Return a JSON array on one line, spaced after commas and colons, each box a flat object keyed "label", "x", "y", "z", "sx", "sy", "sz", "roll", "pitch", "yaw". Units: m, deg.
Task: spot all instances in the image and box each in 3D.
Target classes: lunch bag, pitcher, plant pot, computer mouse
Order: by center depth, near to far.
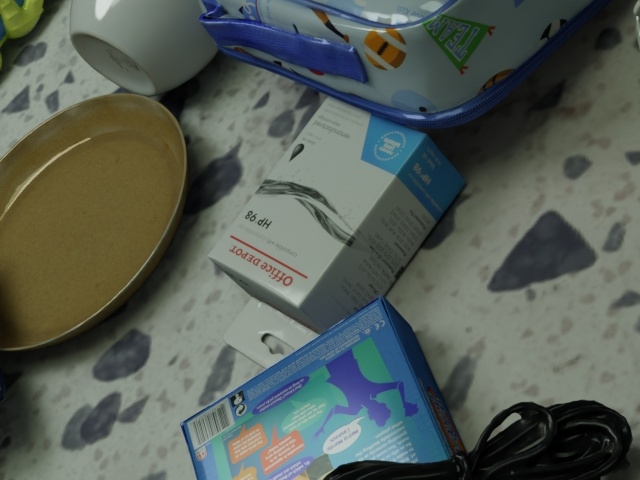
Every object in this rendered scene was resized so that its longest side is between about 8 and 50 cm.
[{"label": "computer mouse", "x": 0.127, "y": 0.207, "z": 0.778, "sx": 0.188, "sy": 0.072, "sz": 0.272, "roll": -13, "pitch": 45, "yaw": -22}, {"label": "lunch bag", "x": 0.048, "y": -0.197, "z": 1.105, "sx": 0.243, "sy": 0.115, "sz": 0.303, "roll": -44, "pitch": 41, "yaw": -19}, {"label": "plant pot", "x": -0.194, "y": -0.011, "z": 1.232, "sx": 0.236, "sy": 0.032, "sz": 0.236, "roll": -20, "pitch": 49, "yaw": 25}, {"label": "pitcher", "x": -0.122, "y": -0.235, "z": 1.242, "sx": 0.125, "sy": 0.178, "sz": 0.207, "roll": 18, "pitch": 69, "yaw": 38}]

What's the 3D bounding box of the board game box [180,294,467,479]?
[{"label": "board game box", "x": 0.012, "y": 0.156, "z": 0.938, "sx": 0.160, "sy": 0.047, "sz": 0.210, "roll": -33, "pitch": 44, "yaw": 11}]

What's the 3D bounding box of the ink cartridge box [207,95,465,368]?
[{"label": "ink cartridge box", "x": 0.000, "y": 0.000, "z": 1.057, "sx": 0.104, "sy": 0.060, "sz": 0.180, "roll": 27, "pitch": 76, "yaw": 45}]

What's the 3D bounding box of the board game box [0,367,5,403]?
[{"label": "board game box", "x": -0.328, "y": 0.114, "z": 1.195, "sx": 0.194, "sy": 0.060, "sz": 0.194, "roll": -46, "pitch": 54, "yaw": 21}]

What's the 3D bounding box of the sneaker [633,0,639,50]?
[{"label": "sneaker", "x": 0.229, "y": -0.148, "z": 0.988, "sx": 0.057, "sy": 0.075, "sz": 0.161, "roll": -13, "pitch": 52, "yaw": 29}]

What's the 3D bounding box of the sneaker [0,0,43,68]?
[{"label": "sneaker", "x": -0.300, "y": -0.251, "z": 1.424, "sx": 0.091, "sy": 0.126, "sz": 0.240, "roll": 11, "pitch": 66, "yaw": 41}]
